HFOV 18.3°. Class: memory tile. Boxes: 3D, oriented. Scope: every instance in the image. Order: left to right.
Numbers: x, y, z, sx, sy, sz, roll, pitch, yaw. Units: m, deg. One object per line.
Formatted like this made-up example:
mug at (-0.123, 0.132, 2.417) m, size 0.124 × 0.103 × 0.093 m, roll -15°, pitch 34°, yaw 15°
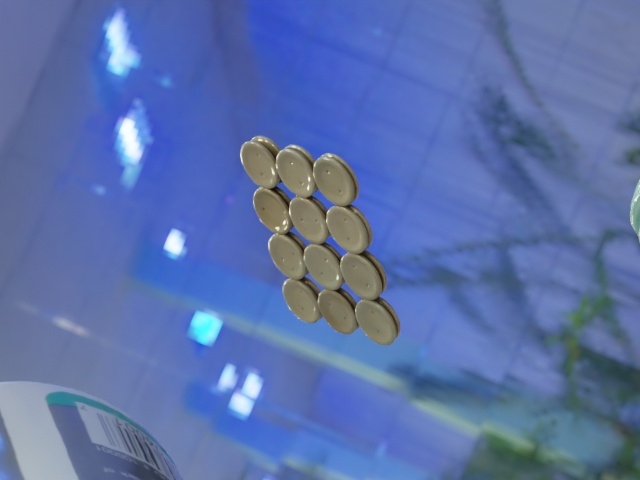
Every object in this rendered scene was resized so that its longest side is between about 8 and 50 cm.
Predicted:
memory tile at (0.000, 0.000, 1.356) m, size 0.012 × 0.113 × 0.148 m, roll -35°, pitch -58°, yaw -33°

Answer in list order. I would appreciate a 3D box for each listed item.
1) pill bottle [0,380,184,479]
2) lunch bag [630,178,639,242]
pill bottle at (-0.115, 0.222, 0.874) m, size 0.204 × 0.204 × 0.361 m, roll -69°, pitch 23°, yaw 14°
lunch bag at (0.305, -0.027, 1.021) m, size 0.224 × 0.279 × 0.108 m, roll 117°, pitch 151°, yaw -51°
